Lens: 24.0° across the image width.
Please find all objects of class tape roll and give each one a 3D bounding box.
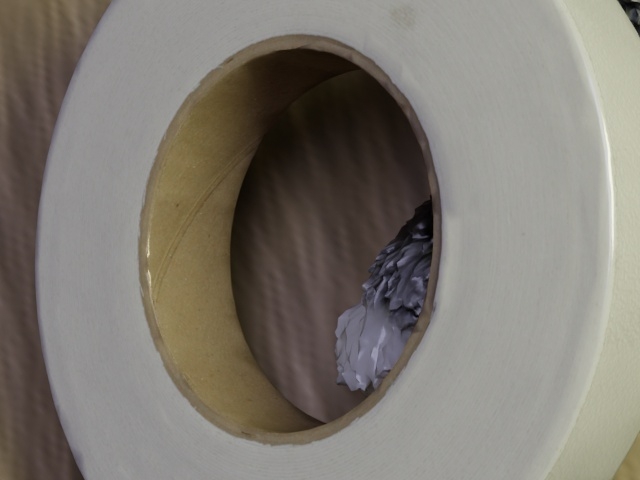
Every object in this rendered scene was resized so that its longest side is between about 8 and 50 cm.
[{"bbox_3d":[0.000,0.000,0.776,0.392,0.072,0.392,-5,82,40],"label":"tape roll"}]

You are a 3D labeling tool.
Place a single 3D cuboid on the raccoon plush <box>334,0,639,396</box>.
[{"bbox_3d":[0.089,-0.164,0.849,0.446,0.216,0.299,-42,60,-3],"label":"raccoon plush"}]
